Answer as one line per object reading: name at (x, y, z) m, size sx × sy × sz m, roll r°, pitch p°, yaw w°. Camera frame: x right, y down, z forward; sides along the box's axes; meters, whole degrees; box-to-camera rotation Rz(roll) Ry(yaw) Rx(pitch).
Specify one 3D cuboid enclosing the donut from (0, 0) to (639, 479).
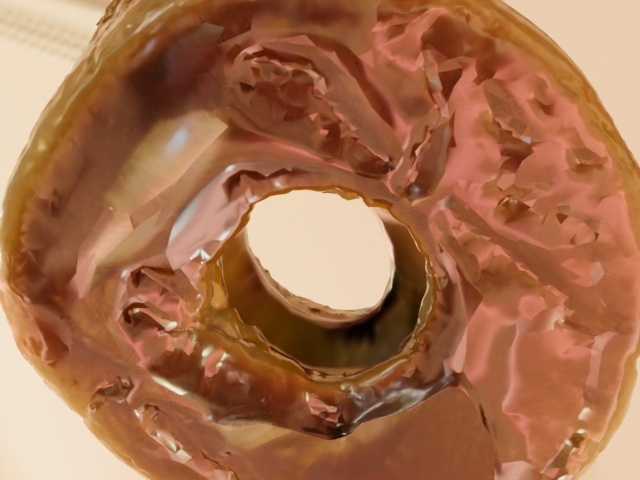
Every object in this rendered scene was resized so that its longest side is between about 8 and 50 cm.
donut at (0.000, 0.000, 0.982) m, size 0.330 × 0.330 × 0.160 m, roll -13°, pitch -158°, yaw 1°
